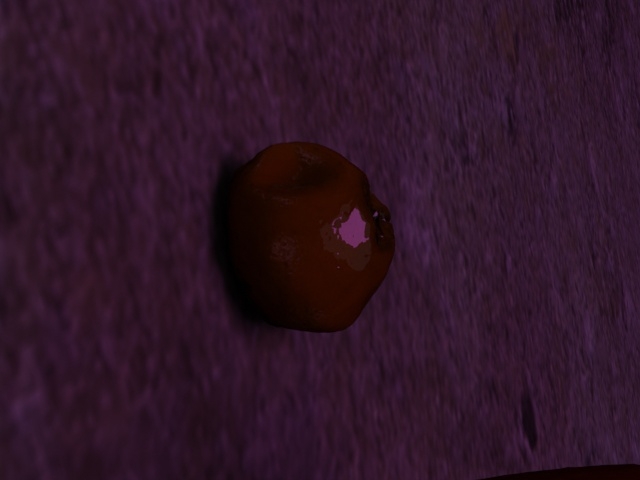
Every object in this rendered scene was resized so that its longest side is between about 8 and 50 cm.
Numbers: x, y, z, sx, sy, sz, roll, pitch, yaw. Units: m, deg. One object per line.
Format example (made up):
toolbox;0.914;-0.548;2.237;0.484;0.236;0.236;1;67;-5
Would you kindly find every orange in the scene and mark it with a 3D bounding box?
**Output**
orange;0.000;0.000;0.565;0.086;0.062;0.086;-8;90;-66

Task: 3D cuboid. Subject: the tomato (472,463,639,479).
tomato;0.093;0.235;0.429;0.341;0.272;0.341;5;90;-70
